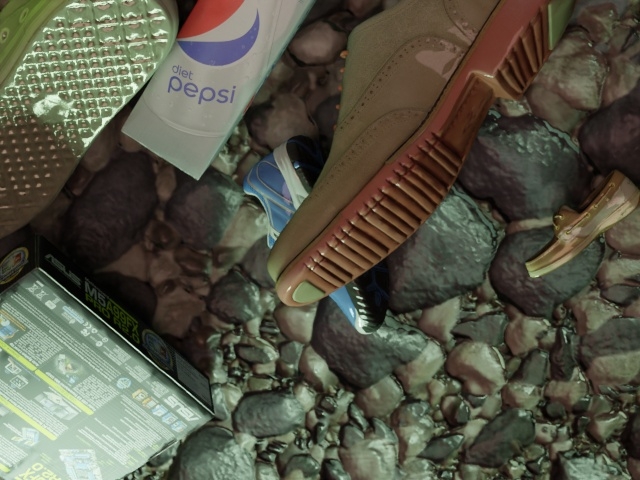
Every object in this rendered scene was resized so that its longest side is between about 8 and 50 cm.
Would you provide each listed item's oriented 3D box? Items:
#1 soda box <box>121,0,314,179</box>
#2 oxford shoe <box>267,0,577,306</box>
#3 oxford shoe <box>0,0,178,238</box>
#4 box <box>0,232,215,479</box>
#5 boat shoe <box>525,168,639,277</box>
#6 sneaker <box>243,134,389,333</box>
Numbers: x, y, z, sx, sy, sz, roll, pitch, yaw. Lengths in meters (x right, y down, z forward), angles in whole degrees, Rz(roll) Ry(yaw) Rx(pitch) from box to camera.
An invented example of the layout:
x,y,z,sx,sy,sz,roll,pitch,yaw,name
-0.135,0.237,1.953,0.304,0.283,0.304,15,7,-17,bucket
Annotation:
x,y,z,sx,sy,sz,roll,pitch,yaw,name
-0.073,-0.204,1.328,0.091,0.098,0.286,33,107,-4,soda box
0.068,-0.116,1.312,0.146,0.140,0.397,39,88,20,oxford shoe
-0.299,-0.133,1.366,0.169,0.130,0.449,31,124,-33,oxford shoe
-0.272,0.143,1.413,0.216,0.060,0.270,-35,125,15,box
0.250,-0.017,1.374,0.135,0.050,0.045,-39,95,5,boat shoe
0.000,0.000,1.398,0.081,0.080,0.211,-23,99,29,sneaker
